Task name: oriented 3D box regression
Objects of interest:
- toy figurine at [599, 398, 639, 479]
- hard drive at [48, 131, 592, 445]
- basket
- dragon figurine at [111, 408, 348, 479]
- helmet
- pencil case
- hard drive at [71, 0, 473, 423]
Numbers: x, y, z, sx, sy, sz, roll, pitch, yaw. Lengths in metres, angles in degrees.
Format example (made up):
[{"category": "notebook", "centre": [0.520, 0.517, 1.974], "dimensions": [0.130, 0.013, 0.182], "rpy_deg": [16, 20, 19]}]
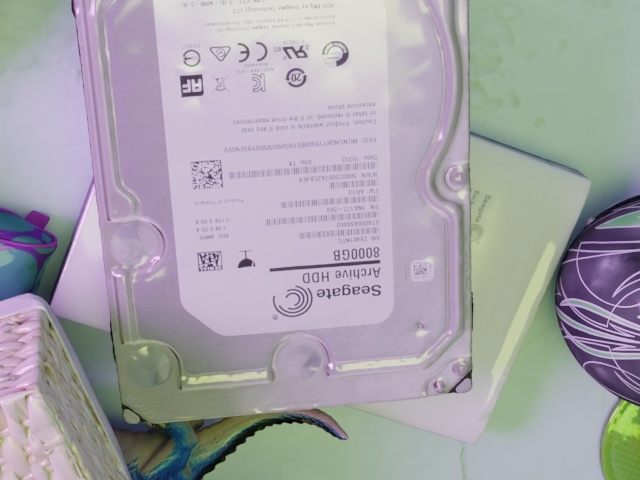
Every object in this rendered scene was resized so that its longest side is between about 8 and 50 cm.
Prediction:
[{"category": "toy figurine", "centre": [0.293, 0.195, 1.023], "dimensions": [0.130, 0.159, 0.173], "rpy_deg": [-23, 109, -1]}, {"category": "hard drive", "centre": [0.000, 0.000, 0.984], "dimensions": [0.319, 0.040, 0.210], "rpy_deg": [19, 103, -13]}, {"category": "basket", "centre": [-0.188, 0.136, 0.863], "dimensions": [0.113, 0.103, 0.167], "rpy_deg": [-20, 118, 0]}, {"category": "dragon figurine", "centre": [-0.128, 0.177, 0.995], "dimensions": [0.289, 0.085, 0.144], "rpy_deg": [-4, 107, -6]}, {"category": "helmet", "centre": [0.248, 0.042, 0.979], "dimensions": [0.162, 0.169, 0.169], "rpy_deg": [-12, 109, -22]}, {"category": "pencil case", "centre": [-0.224, 0.055, 0.956], "dimensions": [0.064, 0.070, 0.151], "rpy_deg": [26, 107, 21]}, {"category": "hard drive", "centre": [-0.024, -0.052, 0.894], "dimensions": [0.237, 0.064, 0.338], "rpy_deg": [-4, 114, -4]}]
